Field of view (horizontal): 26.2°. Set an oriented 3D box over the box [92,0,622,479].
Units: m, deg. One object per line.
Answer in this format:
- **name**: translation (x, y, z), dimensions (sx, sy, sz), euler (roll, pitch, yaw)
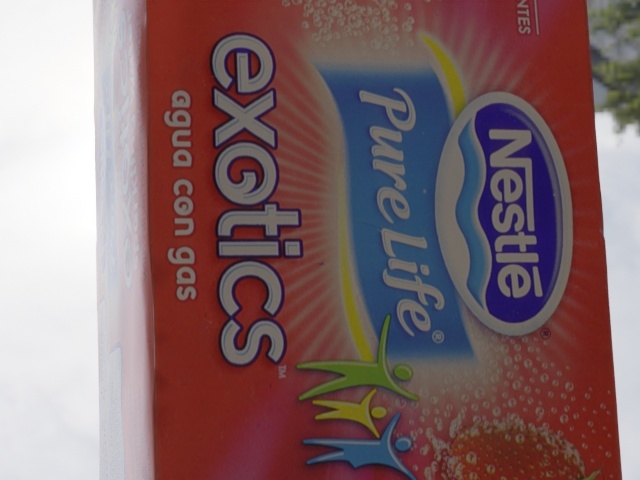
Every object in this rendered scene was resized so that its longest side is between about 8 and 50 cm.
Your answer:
- **box**: translation (0.000, 0.000, 0.466), dimensions (0.142, 0.300, 0.154), euler (0, 170, -15)
